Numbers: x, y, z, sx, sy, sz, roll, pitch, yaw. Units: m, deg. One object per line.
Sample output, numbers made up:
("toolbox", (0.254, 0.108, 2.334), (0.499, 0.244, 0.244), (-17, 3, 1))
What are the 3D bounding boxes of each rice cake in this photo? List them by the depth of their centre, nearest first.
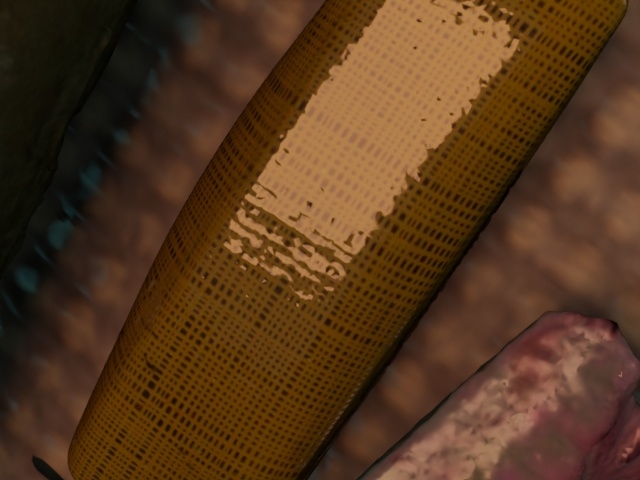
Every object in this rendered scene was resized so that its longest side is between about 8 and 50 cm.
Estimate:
("rice cake", (-0.005, 0.138, 0.364), (0.290, 0.051, 0.081), (-44, 96, 7))

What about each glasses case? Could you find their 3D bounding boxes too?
("glasses case", (0.000, 0.000, 0.365), (0.079, 0.064, 0.234), (37, 107, 11))

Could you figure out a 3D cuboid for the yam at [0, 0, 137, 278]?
("yam", (-0.179, -0.027, 0.360), (0.195, 0.195, 0.300), (31, 106, 14))
